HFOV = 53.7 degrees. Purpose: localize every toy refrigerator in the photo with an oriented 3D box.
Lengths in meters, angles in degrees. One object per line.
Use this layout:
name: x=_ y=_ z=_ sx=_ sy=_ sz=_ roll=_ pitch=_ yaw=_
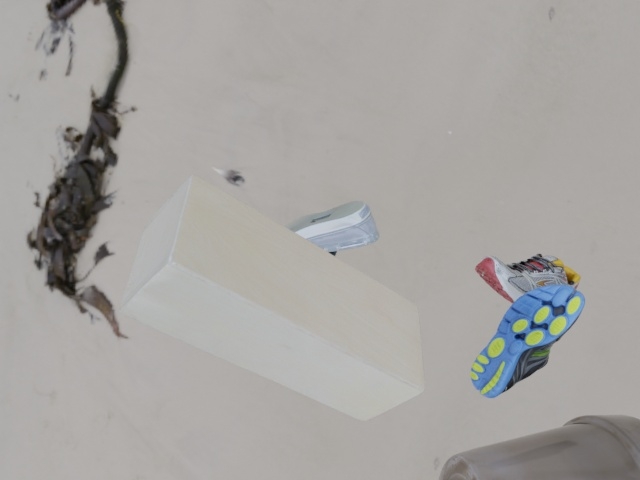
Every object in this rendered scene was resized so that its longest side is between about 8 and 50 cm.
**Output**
toy refrigerator: x=-0.034 y=0.064 z=0.576 sx=0.094 sy=0.269 sz=0.102 roll=-39 pitch=34 yaw=35

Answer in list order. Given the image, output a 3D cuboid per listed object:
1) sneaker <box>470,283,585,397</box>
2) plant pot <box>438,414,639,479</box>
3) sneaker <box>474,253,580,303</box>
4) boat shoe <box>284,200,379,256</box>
sneaker: x=0.261 y=0.123 z=0.796 sx=0.067 sy=0.078 sz=0.188 roll=50 pitch=127 yaw=31
plant pot: x=0.330 y=0.414 z=0.923 sx=0.280 sy=0.323 sz=0.323 roll=5 pitch=88 yaw=-10
sneaker: x=0.337 y=0.056 z=1.025 sx=0.093 sy=0.225 sz=0.088 roll=-61 pitch=40 yaw=16
boat shoe: x=0.001 y=-0.001 z=1.077 sx=0.227 sy=0.079 sz=0.081 roll=-15 pitch=112 yaw=41
